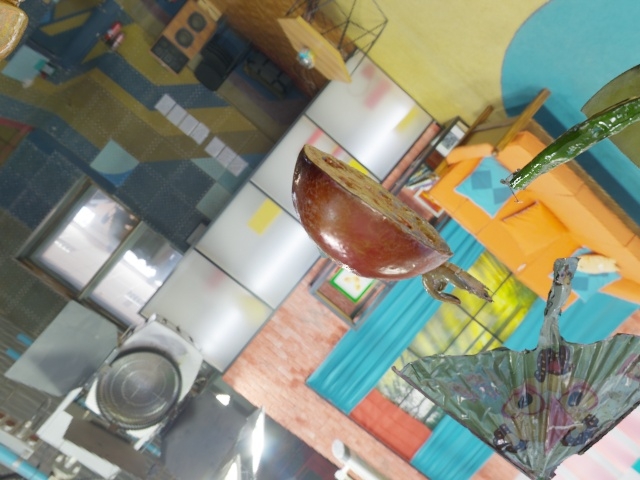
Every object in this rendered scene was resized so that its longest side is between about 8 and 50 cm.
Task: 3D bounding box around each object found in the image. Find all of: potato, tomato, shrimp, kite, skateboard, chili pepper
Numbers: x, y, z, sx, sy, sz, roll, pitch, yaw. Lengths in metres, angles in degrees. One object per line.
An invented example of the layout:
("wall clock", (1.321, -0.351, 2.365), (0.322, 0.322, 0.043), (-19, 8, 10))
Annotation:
("potato", (0.824, -0.319, 1.052), (0.112, 0.255, 0.269), (-9, -122, -37))
("tomato", (0.063, -0.035, 0.815), (0.338, 0.143, 0.338), (33, -166, -10))
("shrimp", (0.290, 0.106, 0.951), (0.162, 0.095, 0.045), (31, -163, 3))
("kite", (0.231, 0.141, 0.443), (0.013, 0.323, 0.267), (-103, 6, -70))
("skateboard", (0.533, -0.146, 1.207), (0.032, 0.064, 0.083), (2, -121, -31))
("chili pepper", (0.524, -0.195, 0.895), (0.076, 0.085, 0.359), (58, 156, 4))

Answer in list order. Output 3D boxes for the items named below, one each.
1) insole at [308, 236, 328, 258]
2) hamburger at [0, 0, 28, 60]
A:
("insole", (0.000, 0.000, 1.207), (0.152, 0.053, 0.002), (67, 176, -45))
("hamburger", (-0.453, -0.281, 0.463), (0.276, 0.236, 0.276), (8, -170, -1))
